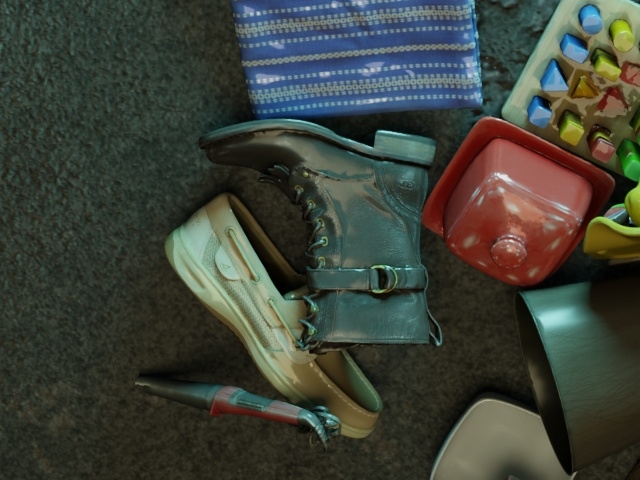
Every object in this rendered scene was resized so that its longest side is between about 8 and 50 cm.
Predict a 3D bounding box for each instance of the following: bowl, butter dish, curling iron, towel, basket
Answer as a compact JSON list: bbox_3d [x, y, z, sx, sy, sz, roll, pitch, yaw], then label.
[{"bbox_3d":[0.202,0.235,1.701,0.142,0.053,0.142,26,112,-7],"label":"bowl"},{"bbox_3d":[0.192,-0.015,1.555,0.160,0.118,0.160,25,127,-7],"label":"butter dish"},{"bbox_3d":[-0.093,0.177,1.636,0.274,0.035,0.068,8,142,34],"label":"curling iron"},{"bbox_3d":[0.023,-0.267,1.488,0.243,0.040,0.336,-4,120,12],"label":"towel"},{"bbox_3d":[0.331,0.112,1.580,0.227,0.154,0.204,-18,111,-2],"label":"basket"}]

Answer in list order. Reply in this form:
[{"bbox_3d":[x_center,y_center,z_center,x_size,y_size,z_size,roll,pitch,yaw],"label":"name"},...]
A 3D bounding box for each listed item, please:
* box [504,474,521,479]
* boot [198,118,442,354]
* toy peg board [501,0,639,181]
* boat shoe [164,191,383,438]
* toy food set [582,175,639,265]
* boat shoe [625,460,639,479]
[{"bbox_3d":[0.200,0.396,1.674,0.148,0.127,0.232,30,115,-8],"label":"box"},{"bbox_3d":[0.000,0.000,1.558,0.263,0.091,0.229,6,89,-1],"label":"boot"},{"bbox_3d":[0.286,-0.149,1.528,0.160,0.079,0.161,25,111,-6],"label":"toy peg board"},{"bbox_3d":[-0.029,0.080,1.629,0.098,0.109,0.302,-39,99,18],"label":"boat shoe"},{"bbox_3d":[0.324,-0.026,1.537,0.128,0.218,0.071,-11,81,15],"label":"toy food set"},{"bbox_3d":[0.364,0.341,1.713,0.092,0.103,0.285,19,111,-14],"label":"boat shoe"}]
